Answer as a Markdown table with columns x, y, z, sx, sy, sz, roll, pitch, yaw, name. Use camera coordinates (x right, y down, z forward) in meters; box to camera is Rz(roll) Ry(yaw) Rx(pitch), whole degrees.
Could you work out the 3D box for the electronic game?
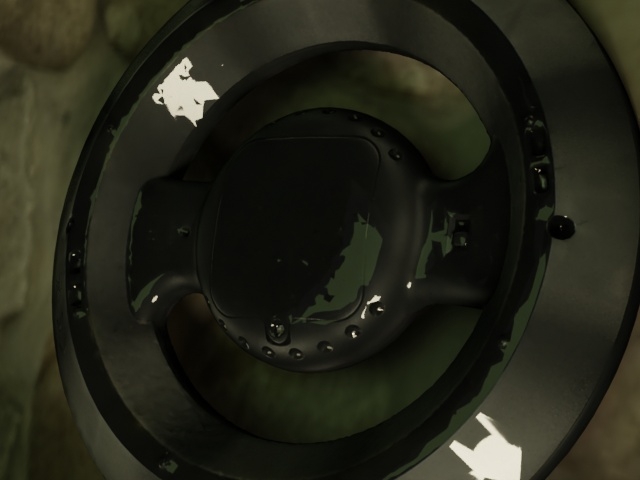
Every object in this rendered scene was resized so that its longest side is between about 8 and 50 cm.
| x | y | z | sx | sy | sz | roll | pitch | yaw | name |
| --- | --- | --- | --- | --- | --- | --- | --- | --- | --- |
| 0.000 | 0.000 | 0.496 | 0.229 | 0.048 | 0.229 | -9 | 72 | 29 | electronic game |
